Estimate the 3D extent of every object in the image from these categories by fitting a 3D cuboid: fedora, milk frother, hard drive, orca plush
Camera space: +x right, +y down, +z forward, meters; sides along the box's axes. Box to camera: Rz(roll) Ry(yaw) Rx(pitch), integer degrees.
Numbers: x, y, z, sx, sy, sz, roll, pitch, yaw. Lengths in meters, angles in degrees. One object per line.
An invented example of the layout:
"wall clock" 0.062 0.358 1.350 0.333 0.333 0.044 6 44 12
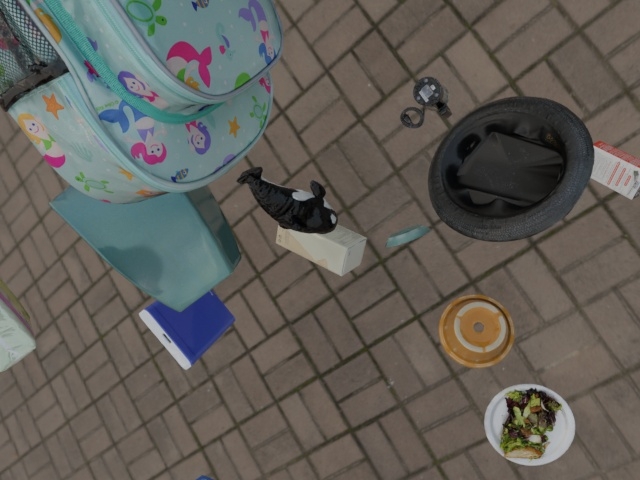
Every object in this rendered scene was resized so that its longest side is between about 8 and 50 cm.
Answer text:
"fedora" 0.383 -0.121 1.027 0.334 0.152 0.334 -24 52 35
"milk frother" 0.317 -0.412 1.573 0.143 0.135 0.129 -18 88 24
"hard drive" -0.400 0.239 1.606 0.040 0.318 0.210 -38 94 20
"orca plush" -0.057 -0.075 1.215 0.151 0.287 0.102 -33 44 13

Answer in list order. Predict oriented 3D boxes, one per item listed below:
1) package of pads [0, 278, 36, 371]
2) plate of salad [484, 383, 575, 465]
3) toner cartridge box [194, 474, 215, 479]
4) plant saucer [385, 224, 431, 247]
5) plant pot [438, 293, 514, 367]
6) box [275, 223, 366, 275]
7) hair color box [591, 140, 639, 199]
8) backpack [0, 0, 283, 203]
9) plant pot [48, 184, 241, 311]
"package of pads" -0.711 0.104 1.046 0.229 0.101 0.296 12 135 57
"plate of salad" 0.483 0.430 1.192 0.200 0.048 0.200 2 97 13
"toner cartridge box" -0.325 0.688 1.203 0.165 0.348 0.075 11 98 24
"plant saucer" 0.213 -0.015 1.273 0.119 0.119 0.021 -19 94 24
"plant pot" 0.421 0.238 1.386 0.205 0.188 0.205 -3 75 12
"box" 0.000 0.000 1.934 0.311 0.148 0.121 27 120 28
"hair color box" 0.825 -0.198 1.442 0.167 0.053 0.093 44 144 36
"backpack" -0.147 -0.164 0.424 0.191 0.225 0.253 -3 122 33
"plant pot" -0.237 -0.023 0.790 0.166 0.165 0.234 -38 99 6
